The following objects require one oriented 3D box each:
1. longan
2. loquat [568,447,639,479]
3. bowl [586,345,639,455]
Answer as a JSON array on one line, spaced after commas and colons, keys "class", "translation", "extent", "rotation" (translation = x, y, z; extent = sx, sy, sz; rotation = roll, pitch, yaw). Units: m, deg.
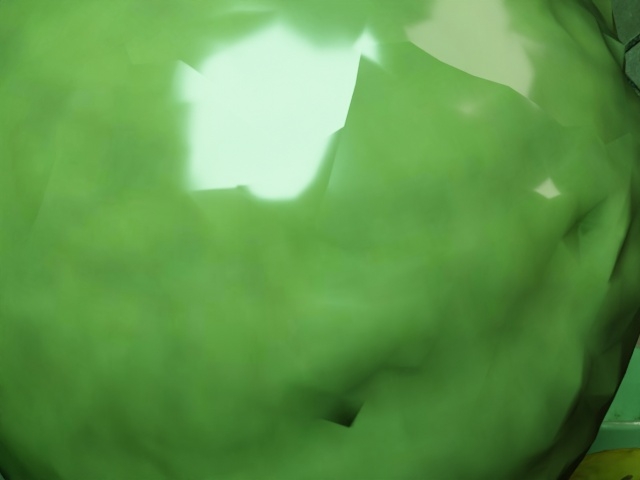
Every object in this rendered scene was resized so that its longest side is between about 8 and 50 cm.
[{"class": "longan", "translation": [-0.023, -0.015, 0.731], "extent": [0.404, 0.404, 0.436], "rotation": [44, 21, -22]}, {"class": "loquat", "translation": [0.212, 0.271, 0.980], "extent": [0.275, 0.275, 0.275], "rotation": [45, 15, -16]}, {"class": "bowl", "translation": [0.262, 0.206, 1.416], "extent": [0.289, 0.146, 0.289], "rotation": [3, 13, -1]}]
